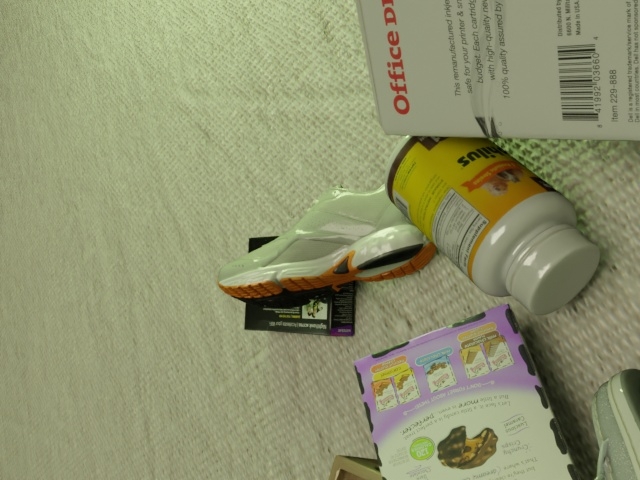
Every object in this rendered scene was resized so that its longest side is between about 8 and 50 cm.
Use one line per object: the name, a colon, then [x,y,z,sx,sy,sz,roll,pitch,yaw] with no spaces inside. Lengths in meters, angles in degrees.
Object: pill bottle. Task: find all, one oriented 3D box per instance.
pill bottle: [0.165,-0.026,0.702,0.215,0.117,0.117,49,120,39]

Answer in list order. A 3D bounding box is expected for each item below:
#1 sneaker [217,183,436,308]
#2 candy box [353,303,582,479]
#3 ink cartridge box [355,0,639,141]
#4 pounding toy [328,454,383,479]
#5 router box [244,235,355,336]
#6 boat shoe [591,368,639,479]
sneaker: [0.000,0.000,0.851,0.263,0.099,0.120,-15,64,11]
candy box: [0.136,0.181,0.664,0.165,0.070,0.196,-22,53,13]
ink cartridge box: [0.183,-0.203,0.608,0.289,0.122,0.211,9,123,37]
pounding toy: [0.109,0.293,0.739,0.206,0.094,0.180,9,79,43]
router box: [-0.031,0.059,0.957,0.179,0.046,0.133,-3,82,47]
boat shoe: [0.266,0.263,0.553,0.103,0.118,0.320,-24,74,39]
